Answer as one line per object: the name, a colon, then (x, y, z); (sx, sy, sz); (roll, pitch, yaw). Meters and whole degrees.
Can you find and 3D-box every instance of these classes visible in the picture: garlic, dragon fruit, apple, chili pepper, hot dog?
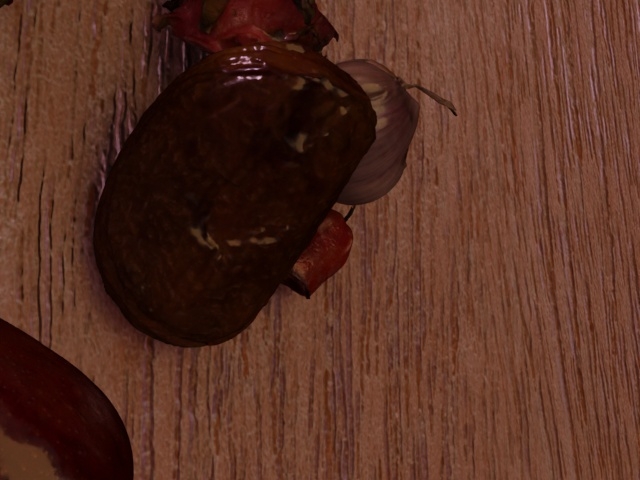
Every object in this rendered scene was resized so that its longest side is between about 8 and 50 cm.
garlic: (0.053, -0.169, 1.843); (0.256, 0.207, 0.207); (-26, 101, -46)
dragon fruit: (-0.094, -0.268, 1.692); (0.211, 0.282, 0.147); (37, 93, -24)
apple: (-0.327, 0.223, 1.273); (0.317, 0.288, 0.288); (50, 48, -15)
chili pepper: (0.000, 0.000, 1.822); (0.192, 0.084, 0.086); (-46, 133, -38)
hot dog: (-0.101, -0.055, 1.597); (0.267, 0.174, 0.387); (29, 101, -34)

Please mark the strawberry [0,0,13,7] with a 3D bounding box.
strawberry: (-0.358, -0.368, 1.404); (0.257, 0.261, 0.261); (49, 47, -8)
